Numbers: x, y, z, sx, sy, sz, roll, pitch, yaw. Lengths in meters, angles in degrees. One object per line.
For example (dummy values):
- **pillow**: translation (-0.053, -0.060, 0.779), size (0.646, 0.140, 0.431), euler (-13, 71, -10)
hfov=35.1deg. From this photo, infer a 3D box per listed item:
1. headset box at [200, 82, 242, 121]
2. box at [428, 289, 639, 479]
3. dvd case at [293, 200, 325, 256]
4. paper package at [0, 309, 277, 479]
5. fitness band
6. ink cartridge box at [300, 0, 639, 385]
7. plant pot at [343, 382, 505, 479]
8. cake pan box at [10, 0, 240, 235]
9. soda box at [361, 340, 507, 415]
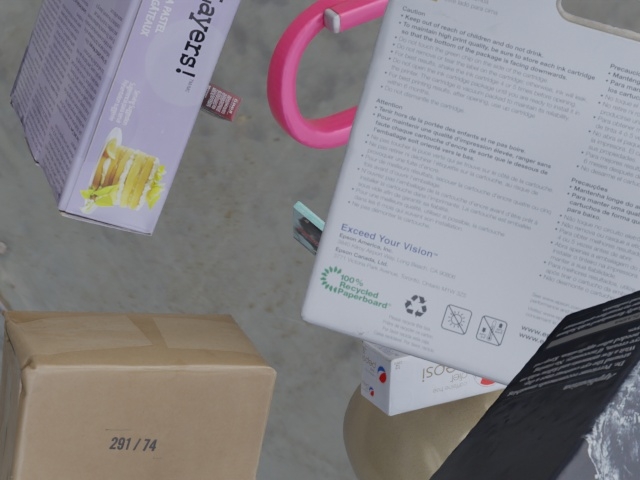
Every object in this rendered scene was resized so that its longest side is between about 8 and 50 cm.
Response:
- **headset box**: translation (-0.137, -0.171, 1.204), size (0.083, 0.062, 0.032), euler (23, 91, -29)
- **box**: translation (0.141, 0.125, 0.424), size (0.158, 0.093, 0.156), euler (-41, 96, -35)
- **dvd case**: translation (0.000, 0.000, 1.302), size (0.087, 0.119, 0.013), euler (40, 76, 11)
- **paper package**: translation (-0.253, 0.256, 1.315), size (0.324, 0.168, 0.309), euler (3, 110, -28)
- **fitness band**: translation (0.062, -0.229, 1.305), size (0.291, 0.054, 0.209), euler (-24, 137, -27)
- **ink cartridge box**: translation (0.182, -0.048, 0.753), size (0.324, 0.071, 0.330), euler (18, 104, 7)
- **plant pot**: translation (0.183, 0.304, 1.362), size (0.284, 0.191, 0.284), euler (-3, 118, -5)
- **cake pan box**: translation (-0.132, -0.164, 0.683), size (0.070, 0.267, 0.246), euler (17, 104, -30)
- **soda box**: translation (0.157, 0.146, 1.220), size (0.216, 0.069, 0.074), euler (-8, 109, -26)
